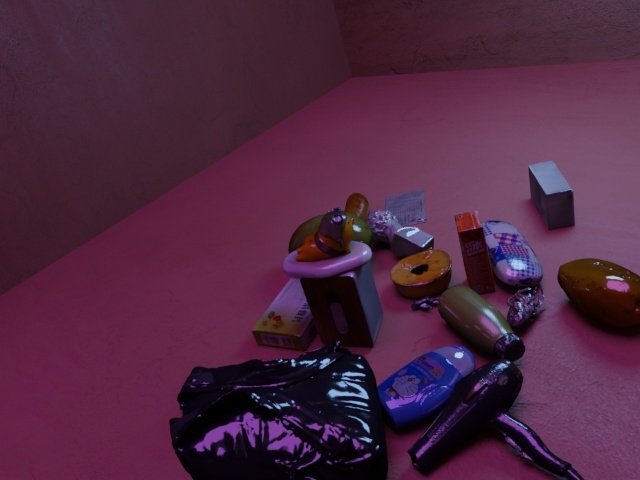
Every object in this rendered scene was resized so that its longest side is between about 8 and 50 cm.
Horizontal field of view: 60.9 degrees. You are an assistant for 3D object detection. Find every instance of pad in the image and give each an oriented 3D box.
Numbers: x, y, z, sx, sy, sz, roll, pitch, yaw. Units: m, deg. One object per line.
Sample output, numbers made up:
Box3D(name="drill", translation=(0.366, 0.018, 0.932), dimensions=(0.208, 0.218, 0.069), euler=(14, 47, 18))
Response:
Box3D(name="pad", translation=(0.325, -0.126, 2.100), dimensions=(0.159, 0.009, 0.265), euler=(-11, 30, 15))

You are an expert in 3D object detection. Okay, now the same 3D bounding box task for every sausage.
Box3D(name="sausage", translation=(0.127, -0.092, 2.062), dimensions=(0.108, 0.109, 0.271), euler=(-6, 32, 21))

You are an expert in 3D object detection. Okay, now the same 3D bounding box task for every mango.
Box3D(name="mango", translation=(0.691, 0.121, 1.331), dimensions=(0.151, 0.156, 0.249), euler=(-55, 33, 7))

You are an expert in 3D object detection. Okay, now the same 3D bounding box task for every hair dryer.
Box3D(name="hair dryer", translation=(0.378, 0.419, 1.076), dimensions=(0.303, 0.120, 0.359), euler=(-38, 43, -17))

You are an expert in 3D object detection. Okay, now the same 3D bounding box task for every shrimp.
Box3D(name="shrimp", translation=(0.536, 0.168, 1.421), dimensions=(0.190, 0.075, 0.073), euler=(-32, -2, -41))

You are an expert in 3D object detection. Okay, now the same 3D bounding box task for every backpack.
Box3D(name="backpack", translation=(-0.086, 0.381, 1.142), dimensions=(0.444, 0.255, 0.363), euler=(-2, 30, -4))

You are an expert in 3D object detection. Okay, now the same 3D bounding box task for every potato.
Box3D(name="potato", translation=(0.035, 0.010, 1.838), dimensions=(0.304, 0.216, 0.216), euler=(-16, 27, 30))

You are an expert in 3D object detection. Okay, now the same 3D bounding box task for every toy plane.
Box3D(name="toy plane", translation=(0.301, 0.180, 1.569), dimensions=(0.083, 0.031, 0.078), euler=(-11, 14, 9))

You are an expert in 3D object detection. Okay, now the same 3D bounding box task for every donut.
Box3D(name="donut", translation=(0.310, 0.107, 1.648), dimensions=(0.190, 0.075, 0.174), euler=(-24, 30, -1))

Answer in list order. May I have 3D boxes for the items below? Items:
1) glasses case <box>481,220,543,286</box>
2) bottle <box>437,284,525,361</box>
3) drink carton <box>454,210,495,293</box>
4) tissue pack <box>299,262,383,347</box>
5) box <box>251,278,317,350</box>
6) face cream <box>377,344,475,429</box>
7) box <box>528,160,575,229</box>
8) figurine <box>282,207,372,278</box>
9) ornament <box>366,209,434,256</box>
Box3D(name="glasses case", translation=(0.555, 0.032, 1.620), dimensions=(0.125, 0.076, 0.328), euler=(-3, 30, 1))
Box3D(name="bottle", translation=(0.405, 0.213, 1.370), dimensions=(0.112, 0.112, 0.260), euler=(-24, 29, -10))
Box3D(name="drink carton", translation=(0.436, 0.038, 1.537), dimensions=(0.070, 0.223, 0.096), euler=(-12, 29, 13))
Box3D(name="tissue pack", translation=(0.066, 0.160, 1.516), dimensions=(0.159, 0.246, 0.136), euler=(-4, 31, 25))
Box3D(name="box", translation=(-0.071, 0.220, 1.679), dimensions=(0.175, 0.062, 0.260), euler=(1, 33, 30))
Box3D(name="face cream", translation=(0.253, 0.334, 1.279), dimensions=(0.263, 0.083, 0.149), euler=(-29, 32, -19))
Box3D(name="box", translation=(0.753, -0.152, 1.776), dimensions=(0.086, 0.130, 0.225), euler=(-11, 30, 12))
Box3D(name="figurine", translation=(0.000, 0.000, 1.432), dimensions=(0.249, 0.141, 0.167), euler=(-12, 29, 10))
Box3D(name="ornament", translation=(0.256, -0.019, 1.833), dimensions=(0.120, 0.130, 0.285), euler=(-26, 30, -24))
